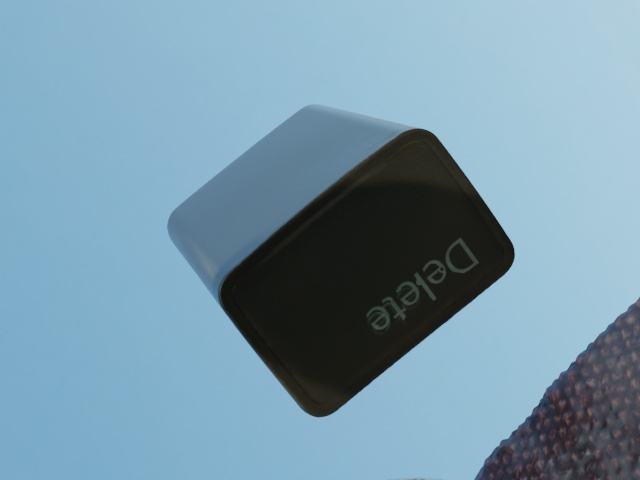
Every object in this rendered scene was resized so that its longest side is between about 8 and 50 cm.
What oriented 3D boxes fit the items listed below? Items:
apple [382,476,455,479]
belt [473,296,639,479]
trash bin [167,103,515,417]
[{"bbox_3d":[0.085,0.339,1.564,0.292,0.254,0.292,155,90,-85],"label":"apple"},{"bbox_3d":[0.186,0.114,0.771,0.184,0.289,0.164,4,-133,-32],"label":"belt"},{"bbox_3d":[0.000,0.000,1.230,0.115,0.165,0.225,52,174,-18],"label":"trash bin"}]
